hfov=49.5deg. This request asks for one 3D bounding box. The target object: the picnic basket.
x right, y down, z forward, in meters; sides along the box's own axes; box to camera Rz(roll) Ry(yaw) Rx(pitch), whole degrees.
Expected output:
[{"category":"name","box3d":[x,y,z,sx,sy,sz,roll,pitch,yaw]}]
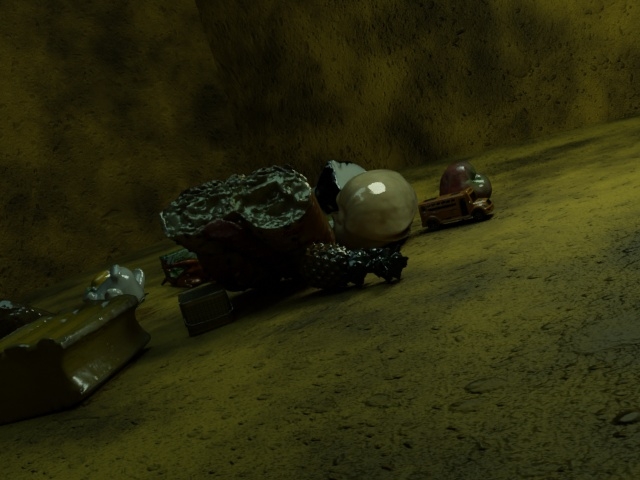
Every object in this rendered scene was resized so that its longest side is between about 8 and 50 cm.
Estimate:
[{"category":"picnic basket","box3d":[-0.275,0.159,1.656,0.115,0.079,0.164,-20,9,-12]}]

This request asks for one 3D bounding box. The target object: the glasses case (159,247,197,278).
[{"category":"glasses case","box3d":[-0.439,0.057,2.522,0.272,0.095,0.062,-23,15,-30]}]

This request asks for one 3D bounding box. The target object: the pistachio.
[{"category":"pistachio","box3d":[0.148,-0.075,1.893,0.230,0.229,0.309,-11,8,36]}]

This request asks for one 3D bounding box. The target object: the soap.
[{"category":"soap","box3d":[-0.566,0.243,1.476,0.294,0.156,0.335,-18,9,12]}]

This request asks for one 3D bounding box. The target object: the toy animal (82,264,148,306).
[{"category":"toy animal","box3d":[-0.611,0.168,2.042,0.325,0.154,0.208,-38,11,51]}]

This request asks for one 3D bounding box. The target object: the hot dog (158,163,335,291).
[{"category":"hot dog","box3d":[-0.151,0.003,1.731,0.367,0.196,0.365,-12,-27,12]}]

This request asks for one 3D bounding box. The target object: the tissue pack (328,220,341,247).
[{"category":"tissue pack","box3d":[0.000,0.000,2.053,0.196,0.092,0.148,-7,14,43]}]

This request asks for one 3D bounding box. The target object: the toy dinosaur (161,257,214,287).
[{"category":"toy dinosaur","box3d":[-0.426,0.101,2.238,0.432,0.097,0.208,-8,-1,31]}]

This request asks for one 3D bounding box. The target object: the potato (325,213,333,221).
[{"category":"potato","box3d":[0.049,-0.041,2.169,0.226,0.090,0.117,-4,-22,38]}]

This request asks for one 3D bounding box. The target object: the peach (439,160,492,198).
[{"category":"peach","box3d":[0.424,-0.158,2.081,0.152,0.152,0.152,-17,9,3]}]

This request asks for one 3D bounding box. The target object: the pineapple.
[{"category":"pineapple","box3d":[0.077,0.053,1.563,0.251,0.125,0.125,-3,16,35]}]

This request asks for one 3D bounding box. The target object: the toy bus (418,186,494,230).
[{"category":"toy bus","box3d":[0.371,-0.090,1.902,0.195,0.088,0.083,-13,9,28]}]

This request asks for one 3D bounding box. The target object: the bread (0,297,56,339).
[{"category":"bread","box3d":[-0.863,0.241,1.985,0.230,0.123,0.230,14,-12,3]}]

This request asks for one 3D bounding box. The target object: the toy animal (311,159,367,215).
[{"category":"toy animal","box3d":[0.061,-0.131,2.376,0.213,0.212,0.266,-25,-19,-38]}]
